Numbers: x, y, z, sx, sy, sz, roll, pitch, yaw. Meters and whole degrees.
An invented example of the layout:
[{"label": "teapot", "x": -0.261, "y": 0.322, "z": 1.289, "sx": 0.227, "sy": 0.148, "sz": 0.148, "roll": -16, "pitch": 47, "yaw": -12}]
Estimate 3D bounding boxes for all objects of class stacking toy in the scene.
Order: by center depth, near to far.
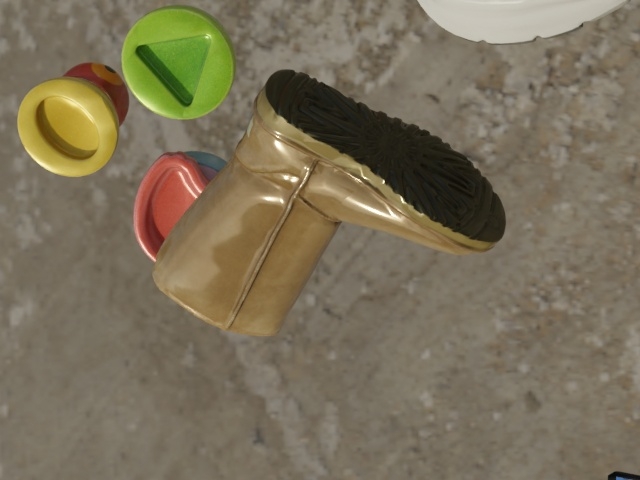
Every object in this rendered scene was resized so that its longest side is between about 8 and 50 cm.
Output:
[{"label": "stacking toy", "x": -0.166, "y": -0.137, "z": 1.533, "sx": 0.279, "sy": 0.130, "sz": 0.309, "roll": -40, "pitch": 104, "yaw": 21}]

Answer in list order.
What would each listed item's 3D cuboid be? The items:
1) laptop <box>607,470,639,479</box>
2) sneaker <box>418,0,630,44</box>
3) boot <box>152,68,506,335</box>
[{"label": "laptop", "x": 0.394, "y": 0.400, "z": 1.387, "sx": 0.136, "sy": 0.264, "sz": 0.234, "roll": -2, "pitch": 97, "yaw": 8}, {"label": "sneaker", "x": 0.155, "y": -0.158, "z": 0.547, "sx": 0.297, "sy": 0.129, "sz": 0.111, "roll": -10, "pitch": 70, "yaw": 28}, {"label": "boot", "x": 0.000, "y": 0.000, "z": 1.096, "sx": 0.236, "sy": 0.089, "sz": 0.269, "roll": 33, "pitch": 136, "yaw": 0}]
